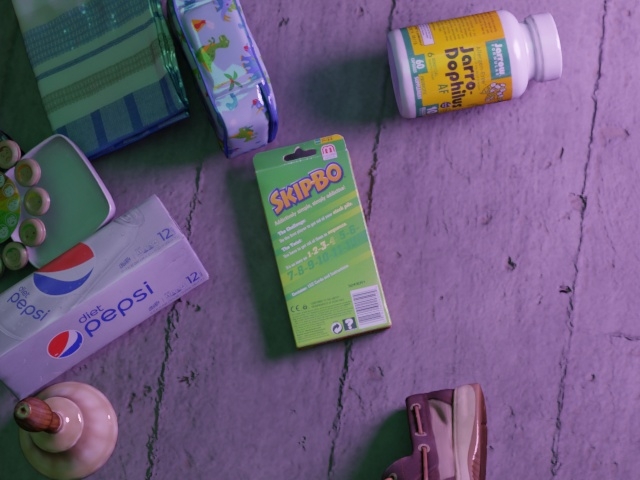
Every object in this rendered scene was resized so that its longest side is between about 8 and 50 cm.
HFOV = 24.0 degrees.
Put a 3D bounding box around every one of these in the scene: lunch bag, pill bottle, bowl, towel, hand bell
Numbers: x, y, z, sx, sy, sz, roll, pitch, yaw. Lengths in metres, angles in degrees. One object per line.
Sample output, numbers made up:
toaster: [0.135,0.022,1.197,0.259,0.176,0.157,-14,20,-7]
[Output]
lunch bag: [-0.124,-0.222,1.902,0.090,0.176,0.219,-21,79,-8]
pill bottle: [0.196,-0.229,1.918,0.208,0.117,0.118,-10,77,-1]
bowl: [-0.334,-0.048,1.918,0.142,0.053,0.142,-38,78,13]
towel: [-0.291,-0.255,1.952,0.209,0.034,0.285,-22,77,20]
hand bell: [-0.322,0.211,1.774,0.126,0.242,0.126,-1,76,2]

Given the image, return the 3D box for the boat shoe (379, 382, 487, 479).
boat shoe: [0.123,0.302,1.744,0.123,0.123,0.342,-1,42,12]

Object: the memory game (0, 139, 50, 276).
memory game: [-0.424,-0.042,1.915,0.186,0.012,0.186,0,91,24]

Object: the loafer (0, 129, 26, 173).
loafer: [-0.457,-0.145,1.956,0.061,0.062,0.170,-44,78,-3]

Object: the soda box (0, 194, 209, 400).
soda box: [-0.290,0.070,1.867,0.286,0.098,0.091,-33,52,-5]

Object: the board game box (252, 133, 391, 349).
board game box: [0.000,0.000,1.916,0.124,0.039,0.259,-13,80,-1]
